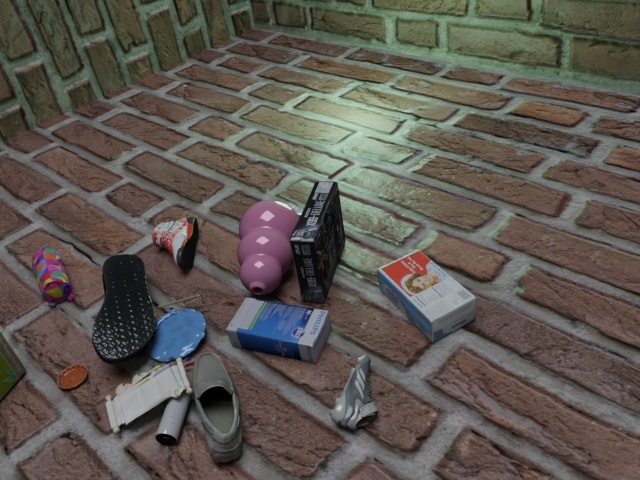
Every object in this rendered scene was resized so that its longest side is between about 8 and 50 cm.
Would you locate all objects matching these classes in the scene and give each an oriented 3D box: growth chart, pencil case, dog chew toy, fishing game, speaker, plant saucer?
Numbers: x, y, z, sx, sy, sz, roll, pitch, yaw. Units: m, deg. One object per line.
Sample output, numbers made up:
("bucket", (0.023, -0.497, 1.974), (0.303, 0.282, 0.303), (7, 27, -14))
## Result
("growth chart", (-0.446, 0.390, 1.482), (0.237, 0.021, 0.172), (-29, 32, -4))
("pencil case", (-0.897, 0.119, 1.926), (0.104, 0.104, 0.236), (-25, 42, -19))
("dog chew toy", (-0.169, 0.028, 1.809), (0.206, 0.206, 0.332), (-2, 46, 10))
("fishing game", (-0.417, 0.276, 1.665), (0.189, 0.041, 0.264), (-19, 43, 0))
("speaker", (-0.363, 0.436, 1.431), (0.055, 0.055, 0.136), (-3, 38, 8))
("plant saucer", (-0.689, 0.381, 1.606), (0.083, 0.013, 0.083), (-7, 37, 5))

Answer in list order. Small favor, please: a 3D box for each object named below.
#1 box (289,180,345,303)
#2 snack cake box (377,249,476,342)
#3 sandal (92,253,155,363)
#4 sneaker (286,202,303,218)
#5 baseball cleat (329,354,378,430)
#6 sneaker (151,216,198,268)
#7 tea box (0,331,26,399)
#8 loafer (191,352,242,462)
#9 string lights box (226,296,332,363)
("box", (0.000, 0.000, 1.764), (0.076, 0.242, 0.307), (3, 40, 16))
("snack cake box", (0.296, 0.150, 1.631), (0.152, 0.089, 0.264), (-25, 40, -16))
("sandal", (-0.577, 0.210, 1.719), (0.167, 0.107, 0.446), (1, 35, -16))
("sneaker", (-0.110, -0.090, 2.000), (0.258, 0.094, 0.091), (5, 48, 32))
("baseball cleat", (0.102, 0.376, 1.413), (0.109, 0.072, 0.206), (23, 48, 14))
("sneaker", (-0.509, 0.016, 1.979), (0.145, 0.090, 0.270), (-8, 34, 3))
("tea box", (-1.052, 0.371, 1.528), (0.329, 0.220, 0.323), (5, 39, 18))
("loafer", (-0.253, 0.385, 1.417), (0.112, 0.111, 0.319), (-8, 37, -20))
("string lights box", (-0.114, 0.246, 1.605), (0.259, 0.077, 0.133), (8, 41, 21))
